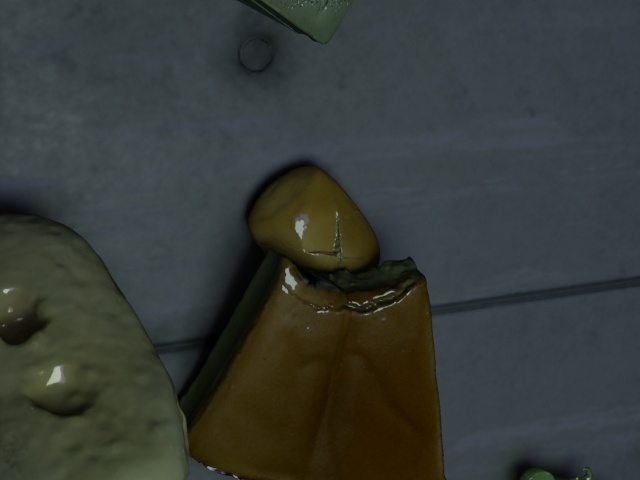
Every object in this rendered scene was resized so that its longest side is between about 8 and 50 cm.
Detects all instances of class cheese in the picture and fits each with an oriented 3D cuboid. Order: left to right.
[{"bbox_3d":[-0.199,0.100,1.303,0.173,0.251,0.248,-29,101,-14],"label":"cheese"}]

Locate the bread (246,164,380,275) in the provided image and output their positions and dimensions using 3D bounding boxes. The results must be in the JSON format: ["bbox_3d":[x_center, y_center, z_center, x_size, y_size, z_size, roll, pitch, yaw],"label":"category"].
[{"bbox_3d":[0.000,0.000,1.445,0.082,0.056,0.115,-38,118,-8],"label":"bread"}]

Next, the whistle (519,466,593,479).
[{"bbox_3d":[0.176,0.293,1.605,0.105,0.085,0.227,25,95,-25],"label":"whistle"}]

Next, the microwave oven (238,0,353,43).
[{"bbox_3d":[-0.033,-0.347,1.185,0.218,0.286,0.355,28,93,-54],"label":"microwave oven"}]

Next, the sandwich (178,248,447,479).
[{"bbox_3d":[0.035,0.109,1.458,0.245,0.063,0.212,17,117,-28],"label":"sandwich"}]
